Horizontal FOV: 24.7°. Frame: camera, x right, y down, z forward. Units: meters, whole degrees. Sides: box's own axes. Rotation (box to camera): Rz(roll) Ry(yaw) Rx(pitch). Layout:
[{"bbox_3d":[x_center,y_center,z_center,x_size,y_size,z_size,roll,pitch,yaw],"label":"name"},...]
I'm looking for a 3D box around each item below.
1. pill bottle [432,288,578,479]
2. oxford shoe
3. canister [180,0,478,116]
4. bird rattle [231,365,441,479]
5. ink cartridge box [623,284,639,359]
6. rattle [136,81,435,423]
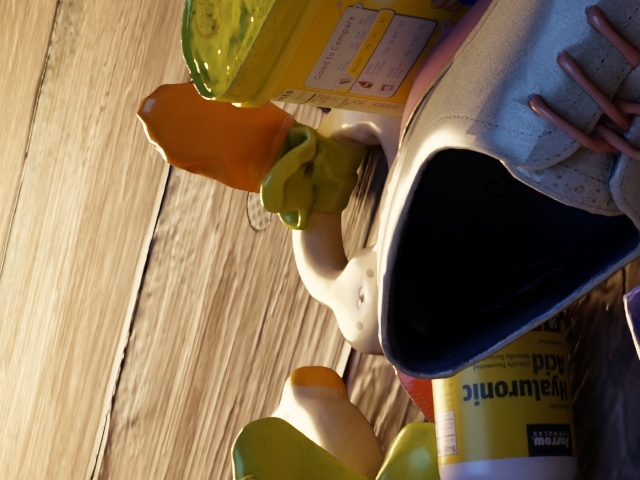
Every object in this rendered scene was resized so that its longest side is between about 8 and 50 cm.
[{"bbox_3d":[0.085,0.084,0.677,0.065,0.065,0.116,-22,69,56],"label":"pill bottle"},{"bbox_3d":[0.129,-0.080,0.507,0.397,0.140,0.147,117,177,-50],"label":"oxford shoe"},{"bbox_3d":[0.037,-0.113,0.678,0.126,0.169,0.073,-59,41,36],"label":"canister"},{"bbox_3d":[0.006,0.186,0.787,0.207,0.143,0.254,-111,25,-53],"label":"bird rattle"},{"bbox_3d":[0.240,0.083,0.294,0.270,0.151,0.396,-34,55,34],"label":"ink cartridge box"},{"bbox_3d":[0.000,0.000,0.764,0.130,0.142,0.200,-33,51,31],"label":"rattle"}]
